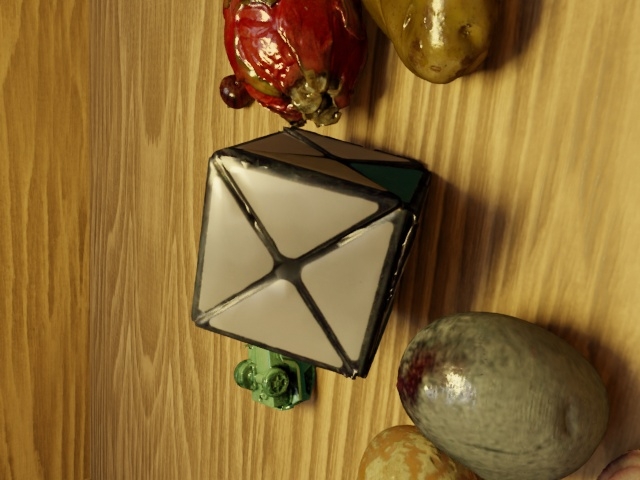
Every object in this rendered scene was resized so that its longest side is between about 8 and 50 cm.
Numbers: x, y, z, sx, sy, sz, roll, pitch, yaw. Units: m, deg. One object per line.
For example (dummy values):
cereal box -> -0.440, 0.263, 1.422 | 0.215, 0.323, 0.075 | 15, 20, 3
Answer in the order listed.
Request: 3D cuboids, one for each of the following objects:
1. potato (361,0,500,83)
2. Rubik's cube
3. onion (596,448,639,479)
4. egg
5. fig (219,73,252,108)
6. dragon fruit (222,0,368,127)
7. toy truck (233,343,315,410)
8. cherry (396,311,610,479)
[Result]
potato -> 0.155, -0.388, 0.841 | 0.176, 0.195, 0.369 | -42, 49, 18
Rubik's cube -> 0.000, 0.000, 0.894 | 0.310, 0.305, 0.307 | 17, 110, 12
onion -> 0.436, 0.376, 0.618 | 0.247, 0.111, 0.250 | -112, 25, -56
egg -> 0.157, 0.413, 0.886 | 0.245, 0.203, 0.203 | -121, 39, -64
fig -> -0.219, -0.372, 1.394 | 0.125, 0.089, 0.089 | 118, 138, -70
dragon fruit -> -0.049, -0.379, 0.997 | 0.277, 0.277, 0.342 | -52, 33, 41
toy truck -> -0.109, 0.243, 1.240 | 0.155, 0.156, 0.279 | -5, 89, 52
cherry -> 0.242, 0.212, 0.730 | 0.255, 0.296, 0.218 | 13, 75, 55
